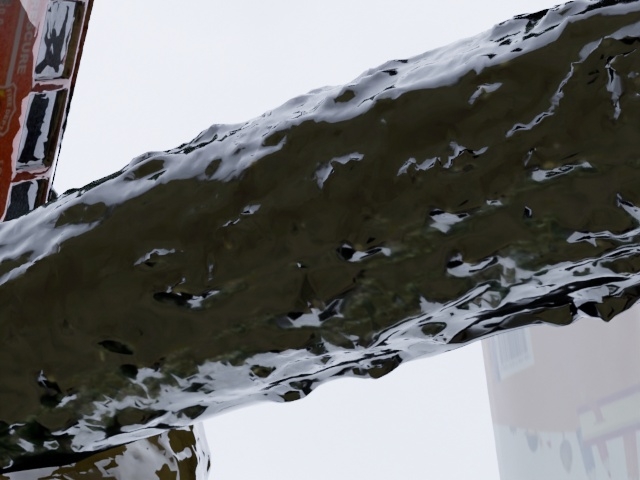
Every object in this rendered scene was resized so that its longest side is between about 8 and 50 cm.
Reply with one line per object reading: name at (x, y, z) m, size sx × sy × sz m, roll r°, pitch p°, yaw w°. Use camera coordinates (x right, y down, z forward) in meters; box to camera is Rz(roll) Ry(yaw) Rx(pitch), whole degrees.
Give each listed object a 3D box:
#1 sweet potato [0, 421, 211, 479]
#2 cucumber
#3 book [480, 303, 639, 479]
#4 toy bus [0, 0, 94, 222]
sweet potato at (-0.130, 0.146, 0.477) m, size 0.130 × 0.130 × 0.423 m, roll 44°, pitch -135°, yaw -6°
cucumber at (0.000, 0.000, 0.398) m, size 0.303 × 0.081 × 0.072 m, roll -16°, pitch -68°, yaw 26°
book at (0.123, 0.126, 0.733) m, size 0.020 × 0.208 × 0.296 m, roll -3°, pitch -103°, yaw -15°
toy bus at (-0.144, -0.085, 0.699) m, size 0.073 × 0.096 × 0.235 m, roll 25°, pitch -69°, yaw 30°
